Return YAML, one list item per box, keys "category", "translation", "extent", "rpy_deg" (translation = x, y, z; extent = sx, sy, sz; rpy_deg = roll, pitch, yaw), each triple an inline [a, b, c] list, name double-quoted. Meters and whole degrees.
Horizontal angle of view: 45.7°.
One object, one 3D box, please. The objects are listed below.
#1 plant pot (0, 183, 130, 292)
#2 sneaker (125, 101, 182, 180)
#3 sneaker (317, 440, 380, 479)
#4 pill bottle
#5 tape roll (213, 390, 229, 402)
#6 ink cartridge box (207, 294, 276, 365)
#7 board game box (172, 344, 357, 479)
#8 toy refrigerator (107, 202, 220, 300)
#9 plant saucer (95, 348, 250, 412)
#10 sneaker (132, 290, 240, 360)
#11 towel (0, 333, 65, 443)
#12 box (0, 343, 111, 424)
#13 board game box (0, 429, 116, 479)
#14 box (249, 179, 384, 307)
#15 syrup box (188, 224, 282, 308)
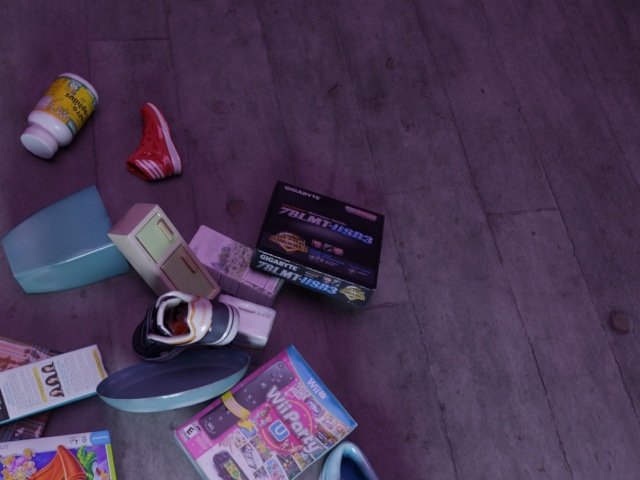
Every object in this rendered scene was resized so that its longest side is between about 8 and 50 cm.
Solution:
- category: "plant pot"
  translation: [-0.584, 0.015, 1.728]
  extent: [0.234, 0.165, 0.165]
  rpy_deg: [-23, 68, -14]
- category: "sneaker"
  translation: [-0.448, -0.251, 1.937]
  extent: [0.128, 0.087, 0.221]
  rpy_deg: [-20, 66, -22]
- category: "sneaker"
  translation: [0.089, 0.560, 1.496]
  extent: [0.135, 0.150, 0.366]
  rpy_deg: [-8, 41, -25]
- category: "pill bottle"
  translation: [-0.658, -0.311, 1.908]
  extent: [0.118, 0.117, 0.208]
  rpy_deg: [23, 59, 2]
- category: "tape roll"
  translation: [-0.161, 0.418, 1.634]
  extent: [0.189, 0.080, 0.188]
  rpy_deg: [5, 61, -10]
- category: "ink cartridge box"
  translation: [-0.179, 0.202, 1.692]
  extent: [0.128, 0.175, 0.072]
  rpy_deg: [17, 60, -2]
- category: "board game box"
  translation: [-0.114, 0.393, 1.557]
  extent: [0.303, 0.097, 0.224]
  rpy_deg: [-34, 73, -26]
- category: "toy refrigerator"
  translation: [-0.342, 0.050, 1.693]
  extent: [0.094, 0.269, 0.102]
  rpy_deg: [5, 47, 43]
- category: "plant saucer"
  translation: [-0.300, 0.291, 1.574]
  extent: [0.318, 0.318, 0.043]
  rpy_deg: [-12, 97, -17]
- category: "sneaker"
  translation: [-0.321, 0.175, 1.598]
  extent: [0.127, 0.321, 0.126]
  rpy_deg: [24, 58, -42]
- category: "towel"
  translation: [-0.741, 0.306, 1.575]
  extent: [0.370, 0.040, 0.271]
  rpy_deg: [17, 58, -9]
- category: "box"
  translation: [-0.572, 0.301, 1.578]
  extent: [0.244, 0.060, 0.100]
  rpy_deg: [-14, 75, -37]
- category: "board game box"
  translation: [-0.565, 0.502, 1.438]
  extent: [0.347, 0.078, 0.233]
  rpy_deg: [0, 53, -30]
- category: "box"
  translation: [0.000, 0.000, 1.838]
  extent: [0.296, 0.073, 0.293]
  rpy_deg: [19, 40, -5]
- category: "syrup box"
  translation: [-0.206, 0.068, 1.805]
  extent: [0.237, 0.096, 0.093]
  rpy_deg: [25, 58, 3]
